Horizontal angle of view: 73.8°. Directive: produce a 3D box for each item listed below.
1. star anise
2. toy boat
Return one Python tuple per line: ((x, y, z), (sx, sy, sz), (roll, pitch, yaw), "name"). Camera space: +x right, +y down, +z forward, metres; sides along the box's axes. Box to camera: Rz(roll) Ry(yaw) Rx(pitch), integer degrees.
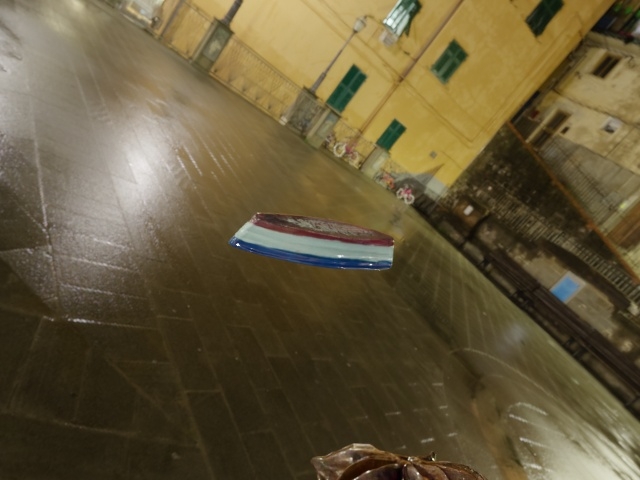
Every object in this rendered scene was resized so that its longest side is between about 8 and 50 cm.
((0.104, 0.320, 0.529), (0.214, 0.099, 0.220), (3, -11, -25), "star anise")
((0.000, 0.000, 0.533), (0.228, 0.046, 0.080), (9, 35, -32), "toy boat")
